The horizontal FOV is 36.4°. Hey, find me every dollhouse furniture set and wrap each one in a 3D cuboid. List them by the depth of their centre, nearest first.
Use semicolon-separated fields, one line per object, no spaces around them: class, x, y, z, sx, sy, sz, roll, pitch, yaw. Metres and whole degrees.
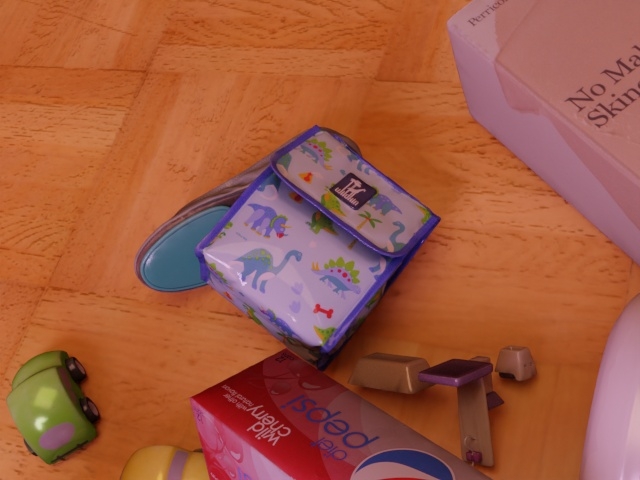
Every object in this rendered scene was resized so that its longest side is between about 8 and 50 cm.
dollhouse furniture set;0.086;0.122;0.706;0.114;0.091;0.081;1;100;46

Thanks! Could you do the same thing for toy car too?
toy car;-0.198;0.171;0.752;0.239;0.053;0.225;-32;54;-1

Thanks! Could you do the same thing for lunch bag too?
lunch bag;0.000;0.000;0.744;0.128;0.096;0.151;38;71;9

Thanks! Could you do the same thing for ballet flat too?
ballet flat;-0.061;-0.026;0.828;0.213;0.072;0.068;-30;26;0

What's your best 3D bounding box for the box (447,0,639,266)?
box;0.245;-0.082;0.703;0.148;0.121;0.311;-38;54;-5

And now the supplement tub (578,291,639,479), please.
supplement tub;0.286;0.134;0.509;0.272;0.191;0.191;9;63;25

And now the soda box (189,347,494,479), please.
soda box;0.026;0.164;0.593;0.083;0.092;0.263;-25;30;-30
